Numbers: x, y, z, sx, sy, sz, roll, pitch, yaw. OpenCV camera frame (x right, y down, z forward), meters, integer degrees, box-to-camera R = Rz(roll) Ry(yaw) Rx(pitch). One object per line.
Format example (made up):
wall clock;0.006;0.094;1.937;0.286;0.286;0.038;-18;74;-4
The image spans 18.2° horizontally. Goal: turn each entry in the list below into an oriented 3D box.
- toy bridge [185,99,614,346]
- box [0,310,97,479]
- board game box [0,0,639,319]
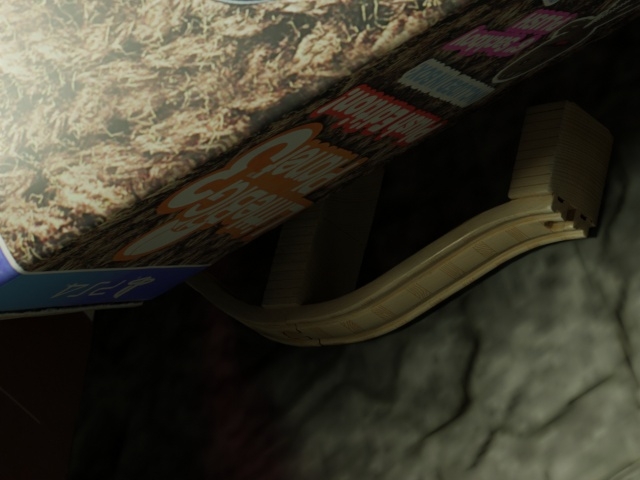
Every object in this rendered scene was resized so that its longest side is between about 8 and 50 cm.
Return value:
toy bridge;0.000;0.000;0.610;0.188;0.026;0.063;-6;61;41
box;-0.169;-0.024;0.601;0.143;0.191;0.381;-32;31;23
board game box;-0.006;-0.149;0.513;0.291;0.141;0.232;-31;82;14
